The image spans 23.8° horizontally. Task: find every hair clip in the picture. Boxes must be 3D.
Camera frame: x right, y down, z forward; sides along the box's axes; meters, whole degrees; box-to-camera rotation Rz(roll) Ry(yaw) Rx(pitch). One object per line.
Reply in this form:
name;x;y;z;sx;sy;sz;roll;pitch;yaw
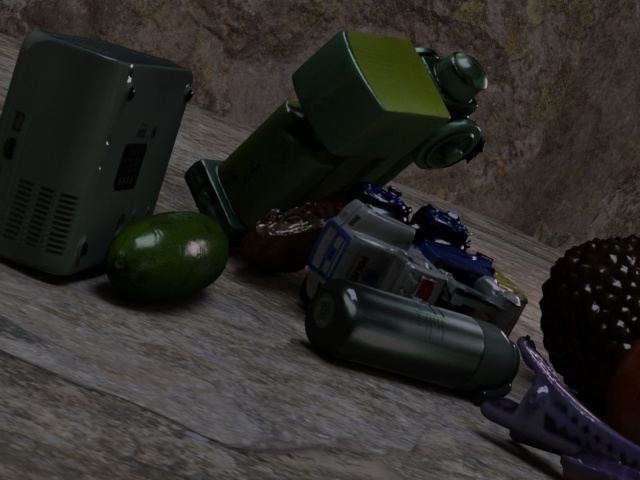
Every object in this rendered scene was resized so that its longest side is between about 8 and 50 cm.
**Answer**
hair clip;0.255;0.196;1.381;0.137;0.090;0.278;35;5;-44

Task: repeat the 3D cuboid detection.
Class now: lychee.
lychee;0.388;0.111;1.888;0.236;0.236;0.271;21;29;-16

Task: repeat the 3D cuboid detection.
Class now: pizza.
pizza;-0.003;-0.019;1.788;0.193;0.053;0.201;-18;-15;-5

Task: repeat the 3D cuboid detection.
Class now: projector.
projector;-0.212;-0.080;1.398;0.108;0.198;0.250;19;7;7

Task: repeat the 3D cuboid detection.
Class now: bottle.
bottle;0.101;0.108;1.550;0.254;0.079;0.096;18;47;-38

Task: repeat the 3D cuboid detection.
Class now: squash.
squash;-0.137;0.012;1.454;0.082;0.082;0.292;24;6;7

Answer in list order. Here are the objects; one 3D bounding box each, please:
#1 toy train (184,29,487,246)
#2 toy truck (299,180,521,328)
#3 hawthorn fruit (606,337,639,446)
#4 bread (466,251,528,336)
toy train;0.016;-0.108;1.864;0.253;0.397;0.160;0;58;-49
toy truck;0.098;0.047;1.680;0.213;0.161;0.177;19;14;-30
hawthorn fruit;0.416;0.169;1.533;0.231;0.263;0.235;-6;50;-30
bread;0.166;0.071;1.904;0.140;0.106;0.236;23;7;-15
